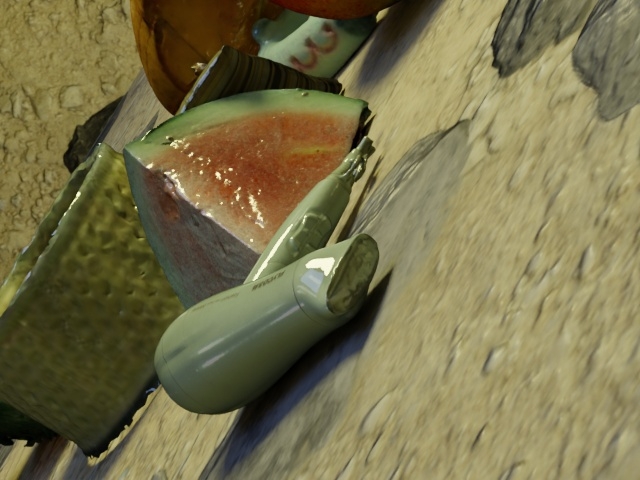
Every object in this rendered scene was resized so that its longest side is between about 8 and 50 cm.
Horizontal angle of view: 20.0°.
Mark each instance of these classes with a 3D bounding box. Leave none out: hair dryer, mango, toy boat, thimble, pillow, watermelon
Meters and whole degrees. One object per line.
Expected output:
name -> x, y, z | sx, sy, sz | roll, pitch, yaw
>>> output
hair dryer -> 0.000, 0.000, 1.215 | 0.206, 0.075, 0.237 | -34, 19, 47
mango -> -0.102, -0.245, 1.856 | 0.350, 0.201, 0.199 | 117, 161, -60
toy boat -> -0.002, -0.210, 1.696 | 0.208, 0.079, 0.134 | -36, 28, 58
thimble -> -0.208, 0.052, 1.683 | 0.271, 0.150, 0.271 | -55, 12, 17
pillow -> -0.059, -0.102, 1.508 | 0.113, 0.038, 0.203 | -57, -25, 11
watermelon -> -0.029, -0.016, 1.393 | 0.207, 0.136, 0.202 | -32, 54, 1

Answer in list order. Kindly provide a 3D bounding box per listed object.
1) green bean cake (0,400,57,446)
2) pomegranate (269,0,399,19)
green bean cake -> -0.324, 0.159, 1.950 | 0.208, 0.193, 0.107 | -10, 64, 43
pomegranate -> 0.019, -0.287, 1.502 | 0.235, 0.210, 0.210 | 1, 54, 39
